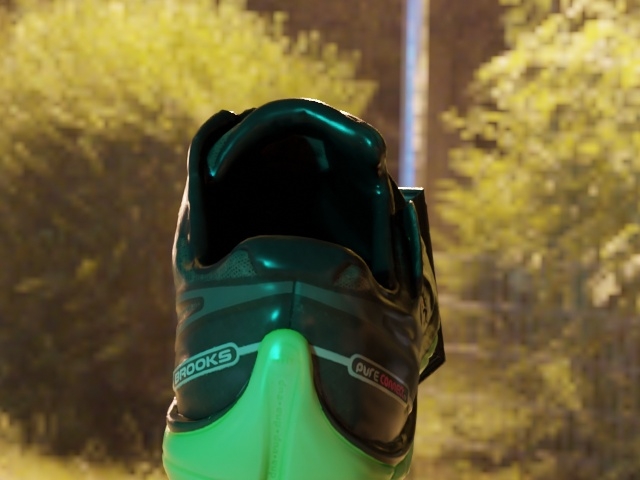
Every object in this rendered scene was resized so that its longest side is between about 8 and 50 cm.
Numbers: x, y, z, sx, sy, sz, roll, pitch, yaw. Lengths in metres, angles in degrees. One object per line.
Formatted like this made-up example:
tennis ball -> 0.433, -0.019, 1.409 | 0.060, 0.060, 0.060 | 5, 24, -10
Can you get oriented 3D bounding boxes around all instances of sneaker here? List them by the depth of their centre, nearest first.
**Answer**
sneaker -> 0.000, 0.000, 1.235 | 0.185, 0.202, 0.483 | 5, 19, -5

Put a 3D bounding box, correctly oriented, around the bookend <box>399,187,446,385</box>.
bookend -> 0.028, 0.054, 1.603 | 0.072, 0.157, 0.156 | 3, 20, 31
